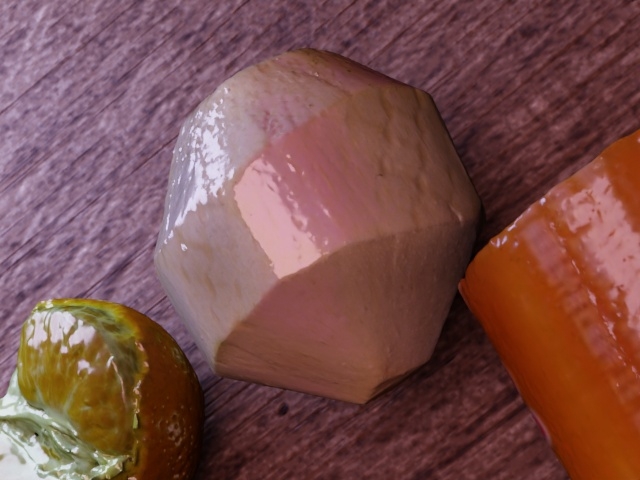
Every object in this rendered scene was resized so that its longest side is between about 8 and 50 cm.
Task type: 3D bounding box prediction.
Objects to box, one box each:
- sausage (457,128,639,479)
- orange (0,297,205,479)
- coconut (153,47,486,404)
[{"bbox_3d":[0.256,0.085,1.313,0.233,0.233,0.287,-32,74,13],"label":"sausage"},{"bbox_3d":[-0.185,0.163,1.491,0.179,0.158,0.237,26,91,33],"label":"orange"},{"bbox_3d":[0.000,0.000,1.406,0.259,0.259,0.259,-3,82,19],"label":"coconut"}]
